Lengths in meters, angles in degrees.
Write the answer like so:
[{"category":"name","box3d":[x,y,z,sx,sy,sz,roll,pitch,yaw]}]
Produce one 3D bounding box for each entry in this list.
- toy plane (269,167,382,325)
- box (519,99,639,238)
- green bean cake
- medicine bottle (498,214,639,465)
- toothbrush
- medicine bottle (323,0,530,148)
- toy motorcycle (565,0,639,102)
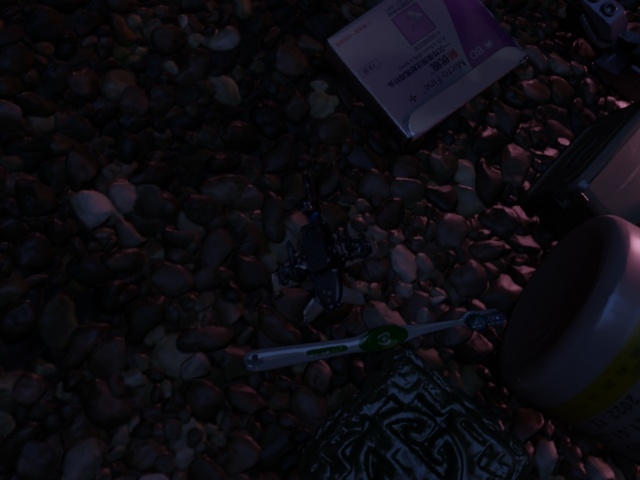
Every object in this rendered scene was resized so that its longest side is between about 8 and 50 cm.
[{"category":"toy plane","box3d":[-0.004,-0.003,0.669,0.135,0.062,0.189,-19,75,16]},{"category":"box","box3d":[0.338,-0.073,0.698,0.172,0.124,0.093,-45,95,-13]},{"category":"green bean cake","box3d":[0.090,0.227,0.602,0.185,0.094,0.183,41,77,16]},{"category":"medicine bottle","box3d":[0.381,0.141,0.599,0.339,0.208,0.208,29,75,2]},{"category":"toothbrush","box3d":[0.063,0.112,0.668,0.303,0.030,0.030,-9,77,-6]},{"category":"medicine bottle","box3d":[0.132,-0.234,0.747,0.201,0.052,0.171,-36,83,-11]},{"category":"toy motorcycle","box3d":[0.396,-0.235,0.738,0.080,0.122,0.215,-44,84,1]}]
